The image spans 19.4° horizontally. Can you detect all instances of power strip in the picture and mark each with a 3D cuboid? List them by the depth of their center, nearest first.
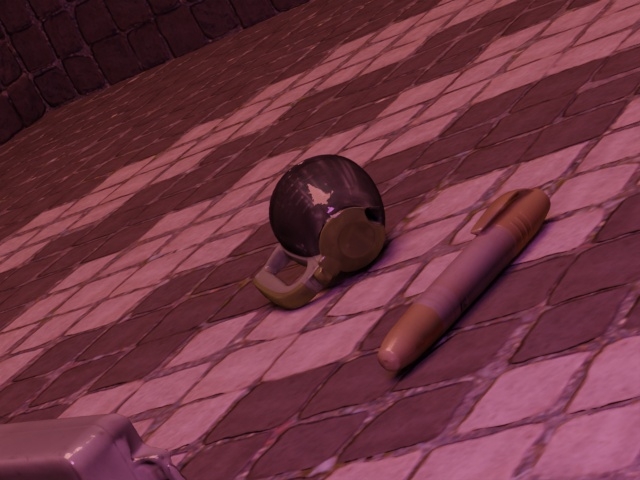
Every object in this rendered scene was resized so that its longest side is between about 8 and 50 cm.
[{"bbox_3d":[-0.203,0.172,1.235,0.058,0.098,0.338,-41,18,-35],"label":"power strip"}]

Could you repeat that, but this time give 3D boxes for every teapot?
[{"bbox_3d":[0.008,0.000,1.530,0.092,0.124,0.091,10,18,-24],"label":"teapot"}]

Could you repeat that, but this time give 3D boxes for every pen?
[{"bbox_3d":[0.102,0.021,1.311,0.032,0.040,0.233,-18,17,41],"label":"pen"}]
